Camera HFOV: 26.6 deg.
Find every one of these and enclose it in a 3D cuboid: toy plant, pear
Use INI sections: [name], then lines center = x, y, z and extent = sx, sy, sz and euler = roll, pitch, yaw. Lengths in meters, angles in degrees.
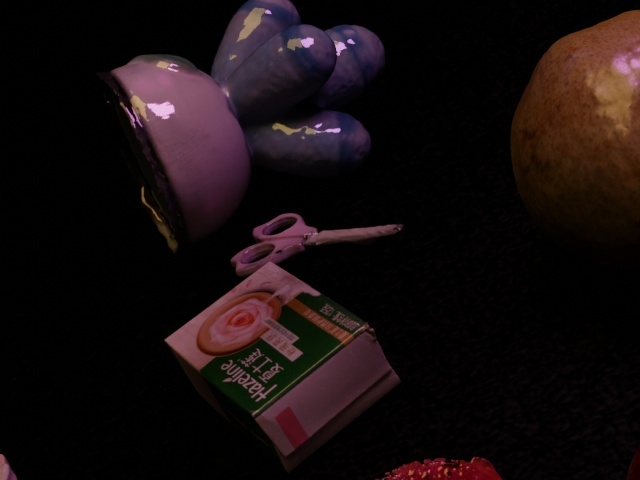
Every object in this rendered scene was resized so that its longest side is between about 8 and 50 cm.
[toy plant]
center = -0.070, -0.155, 1.575
extent = 0.332, 0.247, 0.247
euler = -26, 29, -11
[pear]
center = 0.268, -0.074, 1.168
extent = 0.188, 0.228, 0.211
euler = 5, 45, -20

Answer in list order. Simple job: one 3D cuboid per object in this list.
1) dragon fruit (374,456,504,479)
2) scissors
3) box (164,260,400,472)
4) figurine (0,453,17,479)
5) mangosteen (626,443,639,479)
[dragon fruit]
center = 0.085, 0.241, 0.955
extent = 0.153, 0.111, 0.153
euler = -1, 67, 2
[scissors]
center = 0.000, 0.000, 1.451
extent = 0.212, 0.021, 0.110
euler = -5, 34, 34
[box]
center = -0.039, 0.112, 1.255
extent = 0.135, 0.081, 0.199
euler = -37, 29, -16
[figurine]
center = -0.371, 0.243, 1.253
extent = 0.236, 0.141, 0.162
euler = 11, 42, 47
[mangosteen]
center = 0.259, 0.193, 0.772
extent = 0.257, 0.215, 0.215
euler = -55, 22, 21
